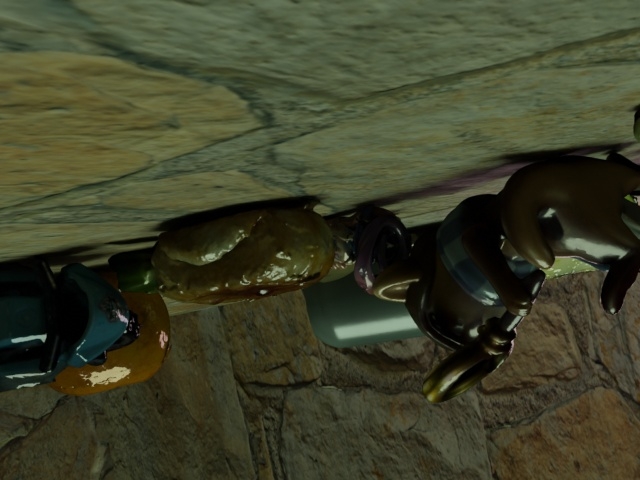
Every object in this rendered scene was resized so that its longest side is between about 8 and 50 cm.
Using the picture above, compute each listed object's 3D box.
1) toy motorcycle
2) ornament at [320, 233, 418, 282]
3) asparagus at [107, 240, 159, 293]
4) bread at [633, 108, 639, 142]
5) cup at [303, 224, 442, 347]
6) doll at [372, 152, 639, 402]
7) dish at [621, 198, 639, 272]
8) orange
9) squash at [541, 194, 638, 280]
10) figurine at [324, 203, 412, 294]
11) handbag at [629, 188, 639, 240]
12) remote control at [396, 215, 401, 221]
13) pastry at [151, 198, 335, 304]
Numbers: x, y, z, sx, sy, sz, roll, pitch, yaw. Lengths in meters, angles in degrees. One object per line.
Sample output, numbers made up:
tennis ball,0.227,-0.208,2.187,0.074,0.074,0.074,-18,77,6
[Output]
toy motorcycle,-0.412,0.103,1.322,0.416,0.172,0.232,1,165,-24
ornament,0.004,0.025,1.615,0.230,0.061,0.245,8,159,-43
asparagus,-0.154,0.027,1.403,0.287,0.080,0.080,-9,175,-34
bread,0.424,-0.124,1.026,0.286,0.056,0.207,-8,173,-18
cup,0.133,0.092,2.050,0.312,0.206,0.205,-10,176,7
doll,0.246,0.031,1.343,0.339,0.209,0.318,-36,-177,42
dish,0.466,-0.009,1.626,0.229,0.081,0.229,21,-165,-6
orange,-0.337,0.141,1.638,0.219,0.193,0.219,4,179,0
squash,0.422,-0.011,1.807,0.236,0.204,0.155,-13,-164,1
figurine,0.059,0.006,1.480,0.114,0.126,0.157,-33,-154,-22
handbag,0.618,-0.050,1.450,0.358,0.160,0.236,-17,-169,-39
remote control,0.000,0.000,1.685,0.261,0.029,0.067,-13,174,25
pastry,-0.089,0.019,1.282,0.218,0.100,0.229,-11,174,3
